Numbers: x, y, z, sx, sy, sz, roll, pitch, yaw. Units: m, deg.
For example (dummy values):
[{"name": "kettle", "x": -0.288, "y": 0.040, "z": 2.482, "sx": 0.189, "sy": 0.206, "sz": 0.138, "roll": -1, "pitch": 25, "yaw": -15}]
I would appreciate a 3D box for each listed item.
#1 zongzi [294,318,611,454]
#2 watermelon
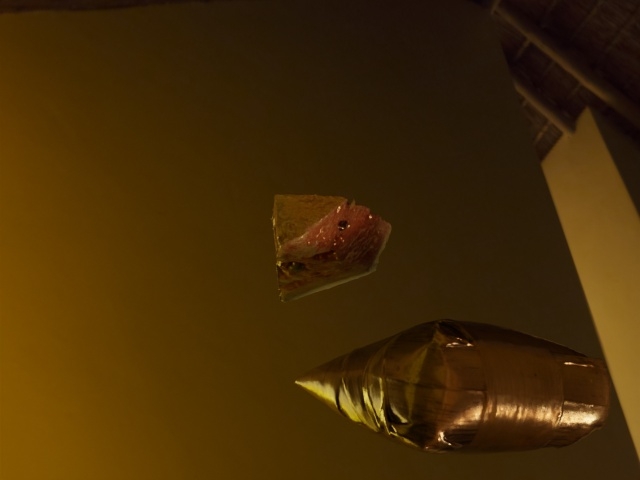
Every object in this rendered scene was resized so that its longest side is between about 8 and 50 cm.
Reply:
[{"name": "zongzi", "x": 0.149, "y": 0.175, "z": 0.818, "sx": 0.274, "sy": 0.145, "sz": 0.300, "roll": 10, "pitch": -14, "yaw": -27}, {"name": "watermelon", "x": 0.000, "y": 0.000, "z": 0.770, "sx": 0.154, "sy": 0.094, "sz": 0.241, "roll": -10, "pitch": -15, "yaw": 9}]
